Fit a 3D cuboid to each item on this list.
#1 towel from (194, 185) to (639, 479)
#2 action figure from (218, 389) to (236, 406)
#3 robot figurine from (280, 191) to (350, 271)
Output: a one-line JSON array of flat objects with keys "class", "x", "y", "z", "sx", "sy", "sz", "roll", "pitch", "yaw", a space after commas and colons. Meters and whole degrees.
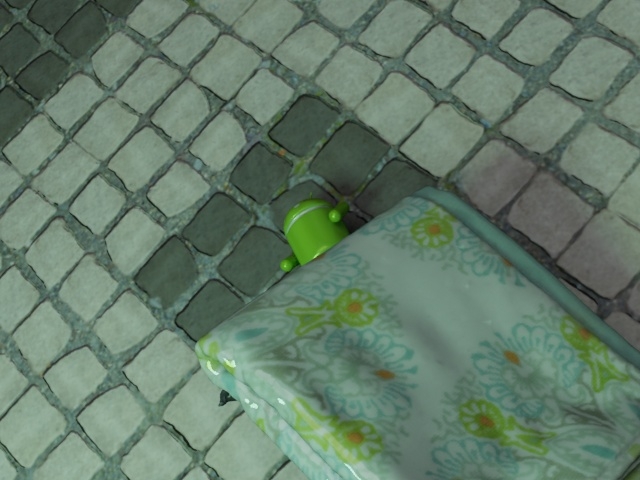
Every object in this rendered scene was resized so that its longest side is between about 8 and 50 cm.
[{"class": "towel", "x": 0.123, "y": 0.134, "z": 1.089, "sx": 0.320, "sy": 0.090, "sz": 0.374, "roll": -32, "pitch": 62, "yaw": -34}, {"class": "action figure", "x": 0.045, "y": 0.183, "z": 1.197, "sx": 0.275, "sy": 0.141, "sz": 0.164, "roll": 31, "pitch": 70, "yaw": 7}, {"class": "robot figurine", "x": 0.000, "y": 0.000, "z": 1.346, "sx": 0.101, "sy": 0.067, "sz": 0.115, "roll": -47, "pitch": 52, "yaw": 25}]
